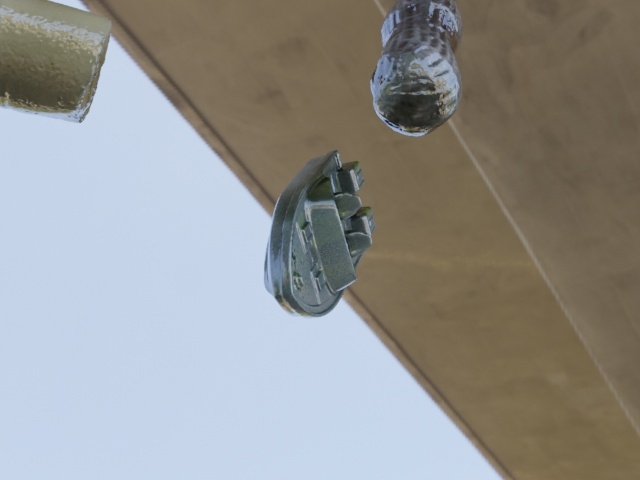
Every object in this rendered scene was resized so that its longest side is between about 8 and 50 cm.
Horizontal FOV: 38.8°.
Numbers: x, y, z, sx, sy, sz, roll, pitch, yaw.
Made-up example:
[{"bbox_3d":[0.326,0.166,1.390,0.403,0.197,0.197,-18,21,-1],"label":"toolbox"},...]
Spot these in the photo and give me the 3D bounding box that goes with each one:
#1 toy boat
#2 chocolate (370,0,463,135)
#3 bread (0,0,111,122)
[{"bbox_3d":[0.000,0.000,1.024,0.092,0.319,0.141,-10,-73,17],"label":"toy boat"},{"bbox_3d":[0.117,-0.213,1.069,0.110,0.248,0.110,7,-42,6],"label":"chocolate"},{"bbox_3d":[-0.324,-0.211,1.054,0.141,0.148,0.133,13,-82,-12],"label":"bread"}]
